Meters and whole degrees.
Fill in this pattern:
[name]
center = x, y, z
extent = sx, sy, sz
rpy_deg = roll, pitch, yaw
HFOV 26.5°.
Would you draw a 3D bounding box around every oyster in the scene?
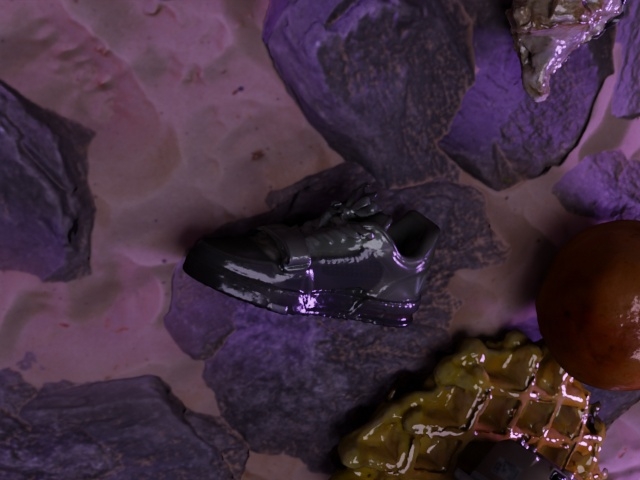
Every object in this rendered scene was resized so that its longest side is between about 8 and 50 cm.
[oyster]
center = 0.269, -0.238, 1.458
extent = 0.163, 0.081, 0.191
rpy_deg = -7, 124, -27

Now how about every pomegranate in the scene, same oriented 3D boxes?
[pomegranate]
center = 0.356, 0.076, 1.605
extent = 0.209, 0.209, 0.209
rpy_deg = -12, 122, -19

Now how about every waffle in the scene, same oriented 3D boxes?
[waffle]
center = 0.197, 0.295, 1.729
extent = 0.380, 0.095, 0.382
rpy_deg = -34, 129, -6

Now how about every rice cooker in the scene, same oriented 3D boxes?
[rice cooker]
center = 0.250, 0.317, 1.623
extent = 0.127, 0.145, 0.206
rpy_deg = -53, 133, -7

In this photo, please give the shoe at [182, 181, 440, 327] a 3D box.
[shoe]
center = 0.001, 0.001, 1.455
extent = 0.293, 0.109, 0.149
rpy_deg = 12, 108, -33
